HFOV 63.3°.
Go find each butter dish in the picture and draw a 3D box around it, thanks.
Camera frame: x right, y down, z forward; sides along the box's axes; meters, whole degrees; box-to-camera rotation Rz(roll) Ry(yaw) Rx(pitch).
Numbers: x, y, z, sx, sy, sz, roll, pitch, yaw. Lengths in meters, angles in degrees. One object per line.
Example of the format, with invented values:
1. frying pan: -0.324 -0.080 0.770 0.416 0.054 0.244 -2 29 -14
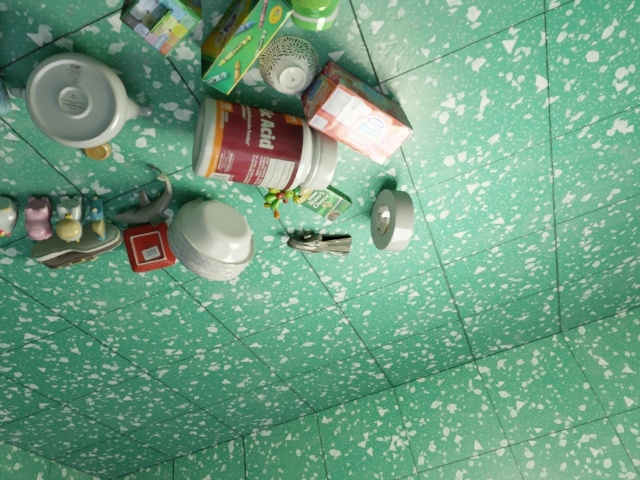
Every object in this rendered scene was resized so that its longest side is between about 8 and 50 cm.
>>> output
1. butter dish: -0.590 0.021 1.828 0.160 0.118 0.159 -12 95 -1

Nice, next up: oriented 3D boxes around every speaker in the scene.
1. speaker: -0.003 -0.657 1.210 0.131 0.131 0.296 -2 137 -11

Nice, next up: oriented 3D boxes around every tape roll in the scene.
1. tape roll: 0.252 -0.071 1.845 0.072 0.219 0.219 5 136 -17

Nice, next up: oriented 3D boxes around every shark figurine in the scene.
1. shark figurine: -0.534 -0.111 1.693 0.166 0.116 0.278 23 129 -35

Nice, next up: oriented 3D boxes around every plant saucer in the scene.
1. plant saucer: -0.672 -0.269 1.555 0.084 0.015 0.083 -7 138 -6

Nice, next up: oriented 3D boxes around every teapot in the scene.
1. teapot: -0.624 -0.362 1.351 0.253 0.187 0.256 -38 108 0

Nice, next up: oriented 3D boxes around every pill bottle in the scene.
1. pill bottle: -0.162 -0.269 1.524 0.393 0.224 0.224 7 135 -21

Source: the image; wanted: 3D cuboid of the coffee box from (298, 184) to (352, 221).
1. coffee box: 0.011 -0.144 1.840 0.184 0.040 0.113 29 124 -37

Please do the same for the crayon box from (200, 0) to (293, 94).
1. crayon box: -0.189 -0.521 1.283 0.081 0.165 0.278 25 126 -35

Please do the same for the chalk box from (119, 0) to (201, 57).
1. chalk box: -0.363 -0.530 1.194 0.132 0.213 0.132 -34 134 23

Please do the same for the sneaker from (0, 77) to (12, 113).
1. sneaker: -0.844 -0.400 1.299 0.150 0.135 0.366 16 140 -38

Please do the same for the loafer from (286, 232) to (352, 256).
1. loafer: 0.000 0.000 1.976 0.268 0.096 0.084 7 115 -30

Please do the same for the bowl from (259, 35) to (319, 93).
1. bowl: -0.081 -0.466 1.434 0.170 0.080 0.170 -8 138 -7

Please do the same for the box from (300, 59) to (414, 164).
1. box: 0.109 -0.374 1.534 0.300 0.142 0.154 21 128 -33

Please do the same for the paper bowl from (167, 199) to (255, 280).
1. paper bowl: -0.344 -0.019 1.710 0.284 0.284 0.148 21 125 -32

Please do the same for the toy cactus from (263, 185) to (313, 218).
1. toy cactus: -0.095 -0.152 1.712 0.181 0.112 0.219 -19 177 -14

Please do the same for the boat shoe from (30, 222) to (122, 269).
1. boat shoe: -0.818 0.025 1.773 0.325 0.116 0.096 -14 143 7

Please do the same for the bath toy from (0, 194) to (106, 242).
1. bath toy: -0.867 -0.058 1.639 0.349 0.151 0.129 1 130 -11
